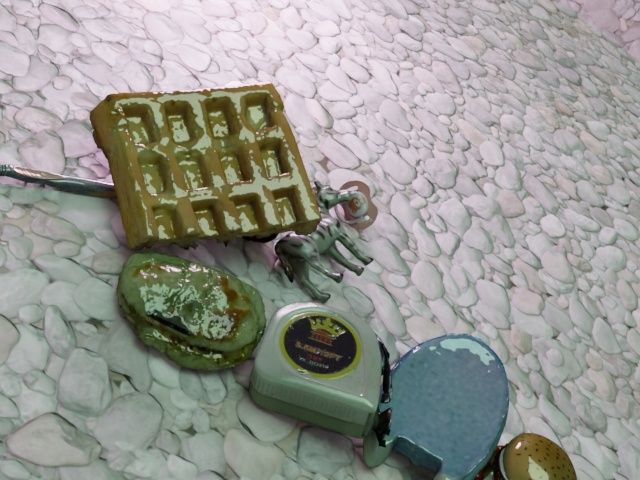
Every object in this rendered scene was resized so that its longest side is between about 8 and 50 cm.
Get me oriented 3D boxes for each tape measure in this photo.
[{"bbox_3d":[0.017,0.206,1.561,0.235,0.115,0.207,17,42,3],"label":"tape measure"}]

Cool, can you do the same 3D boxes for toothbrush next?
[{"bbox_3d":[-0.471,-0.105,1.589,0.375,0.037,0.028,10,50,-33],"label":"toothbrush"}]

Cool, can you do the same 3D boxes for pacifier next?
[{"bbox_3d":[0.071,-0.070,1.939,0.078,0.082,0.099,-11,81,-79],"label":"pacifier"}]

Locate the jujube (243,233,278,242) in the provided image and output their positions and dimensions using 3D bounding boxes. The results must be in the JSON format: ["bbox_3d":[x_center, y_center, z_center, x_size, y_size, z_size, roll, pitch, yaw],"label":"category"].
[{"bbox_3d":[-0.115,-0.074,1.758,0.104,0.104,0.165,8,67,-31],"label":"jujube"}]

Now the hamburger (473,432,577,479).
[{"bbox_3d":[0.348,0.401,1.618,0.175,0.137,0.175,17,44,-18],"label":"hamburger"}]

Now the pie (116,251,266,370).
[{"bbox_3d":[-0.201,0.104,1.538,0.248,0.090,0.201,21,45,-14],"label":"pie"}]

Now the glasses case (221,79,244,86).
[{"bbox_3d":[-0.206,-0.186,1.826,0.144,0.076,0.336,40,39,2],"label":"glasses case"}]

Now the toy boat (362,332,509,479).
[{"bbox_3d":[0.198,0.300,1.646,0.215,0.123,0.330,26,47,9],"label":"toy boat"}]

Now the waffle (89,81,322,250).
[{"bbox_3d":[-0.193,-0.133,1.658,0.348,0.077,0.304,-8,67,-25],"label":"waffle"}]

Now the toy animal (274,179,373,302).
[{"bbox_3d":[0.016,0.007,1.802,0.170,0.089,0.255,31,37,-1],"label":"toy animal"}]
